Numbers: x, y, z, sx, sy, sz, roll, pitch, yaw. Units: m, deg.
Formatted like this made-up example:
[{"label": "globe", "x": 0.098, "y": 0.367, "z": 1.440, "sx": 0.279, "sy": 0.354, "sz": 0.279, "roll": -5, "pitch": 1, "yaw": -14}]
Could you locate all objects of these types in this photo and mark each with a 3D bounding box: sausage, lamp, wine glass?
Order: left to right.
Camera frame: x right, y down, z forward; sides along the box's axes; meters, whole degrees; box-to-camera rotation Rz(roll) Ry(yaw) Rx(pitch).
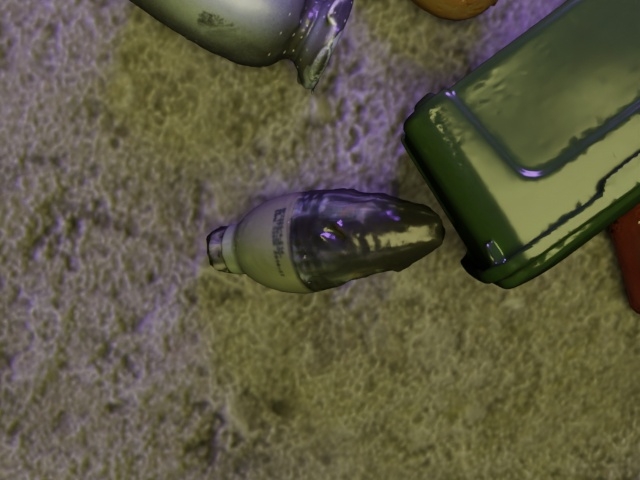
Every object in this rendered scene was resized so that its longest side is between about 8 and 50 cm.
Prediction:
[{"label": "wine glass", "x": -0.075, "y": -0.222, "z": 0.791, "sx": 0.204, "sy": 0.111, "sz": 0.111, "roll": 26, "pitch": 98, "yaw": -9}, {"label": "lamp", "x": 0.000, "y": 0.000, "z": 0.816, "sx": 0.250, "sy": 0.101, "sz": 0.101, "roll": -7, "pitch": 102, "yaw": 26}, {"label": "sausage", "x": 0.339, "y": 0.017, "z": 0.872, "sx": 0.076, "sy": 0.076, "sz": 0.141, "roll": -18, "pitch": 101, "yaw": 1}]

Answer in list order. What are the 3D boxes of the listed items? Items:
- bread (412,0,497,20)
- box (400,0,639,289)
[{"label": "bread", "x": 0.102, "y": -0.293, "z": 0.805, "sx": 0.114, "sy": 0.077, "sz": 0.189, "roll": -36, "pitch": 101, "yaw": 25}, {"label": "box", "x": 0.227, "y": -0.117, "z": 0.760, "sx": 0.329, "sy": 0.253, "sz": 0.178, "roll": -38, "pitch": 90, "yaw": 4}]
